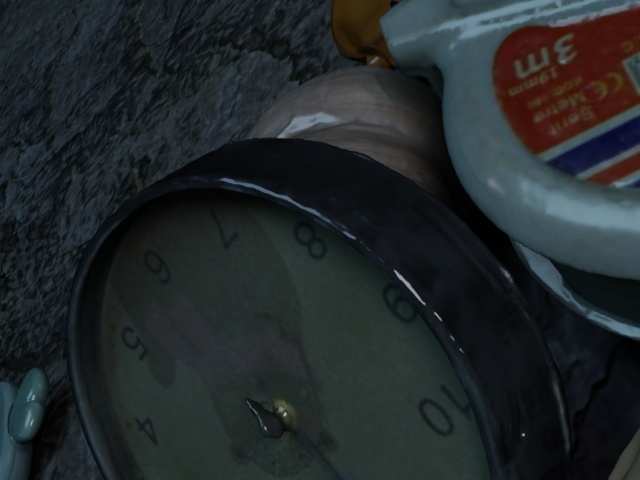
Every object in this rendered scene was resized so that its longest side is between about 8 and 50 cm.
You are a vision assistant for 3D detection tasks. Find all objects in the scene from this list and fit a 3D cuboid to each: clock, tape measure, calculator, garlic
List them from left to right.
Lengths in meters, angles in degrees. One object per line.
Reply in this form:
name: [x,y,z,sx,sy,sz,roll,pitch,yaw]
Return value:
calculator: [-0.349,0.246,1.045,0.295,0.042,0.184,-48,32,20]
clock: [-0.015,0.089,0.529,0.280,0.280,0.055,-26,2,40]
garlic: [0.000,0.000,0.641,0.228,0.152,0.228,-164,90,-90]
tape measure: [0.173,-0.069,0.481,0.243,0.125,0.246,-28,53,19]

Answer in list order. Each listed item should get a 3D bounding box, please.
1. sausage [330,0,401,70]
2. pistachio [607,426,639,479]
sausage: [0.081,-0.231,0.797,0.136,0.120,0.241,-27,40,61]
pistachio: [0.198,0.061,0.305,0.299,0.187,0.187,-51,32,10]
